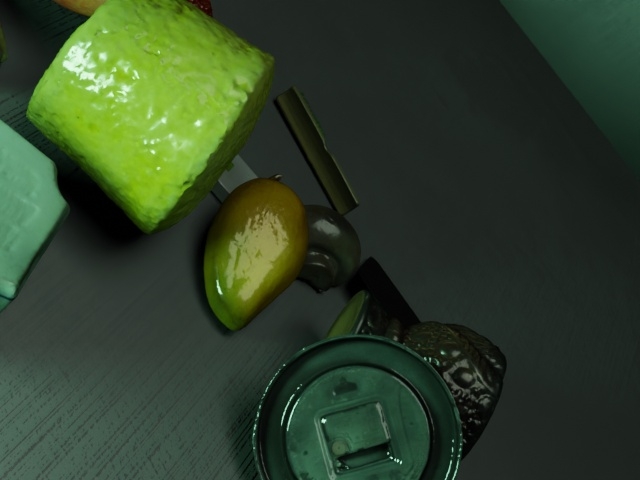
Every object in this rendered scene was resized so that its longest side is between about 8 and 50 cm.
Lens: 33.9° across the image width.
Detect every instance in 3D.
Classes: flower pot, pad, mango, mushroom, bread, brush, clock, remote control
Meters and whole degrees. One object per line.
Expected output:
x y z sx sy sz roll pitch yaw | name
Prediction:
0.136 0.228 1.776 0.267 0.266 0.266 32 40 -8 | flower pot
0.119 0.172 1.970 0.250 0.055 0.323 55 35 -1 | pad
-0.110 0.013 1.784 0.176 0.119 0.316 36 53 -19 | mango
0.000 0.000 1.937 0.188 0.117 0.141 26 33 -28 | mushroom
-0.259 -0.215 1.633 0.308 0.348 0.348 38 38 -5 | bread
-0.003 -0.181 2.118 0.282 0.054 0.048 62 23 10 | brush
0.056 0.303 1.609 0.318 0.319 0.066 60 -6 7 | clock
-0.211 -0.169 1.880 0.250 0.034 0.103 48 36 -11 | remote control

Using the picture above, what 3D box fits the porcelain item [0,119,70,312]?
-0.495 -0.041 1.346 0.286 0.157 0.281 40 40 -21 | porcelain item

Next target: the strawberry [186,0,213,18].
-0.258 -0.415 1.969 0.228 0.098 0.174 -10 71 -51 | strawberry

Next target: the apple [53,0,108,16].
-0.355 -0.549 1.751 0.364 0.364 0.363 29 43 -31 | apple

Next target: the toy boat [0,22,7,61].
-0.574 -0.368 1.572 0.276 0.111 0.293 42 27 -30 | toy boat
